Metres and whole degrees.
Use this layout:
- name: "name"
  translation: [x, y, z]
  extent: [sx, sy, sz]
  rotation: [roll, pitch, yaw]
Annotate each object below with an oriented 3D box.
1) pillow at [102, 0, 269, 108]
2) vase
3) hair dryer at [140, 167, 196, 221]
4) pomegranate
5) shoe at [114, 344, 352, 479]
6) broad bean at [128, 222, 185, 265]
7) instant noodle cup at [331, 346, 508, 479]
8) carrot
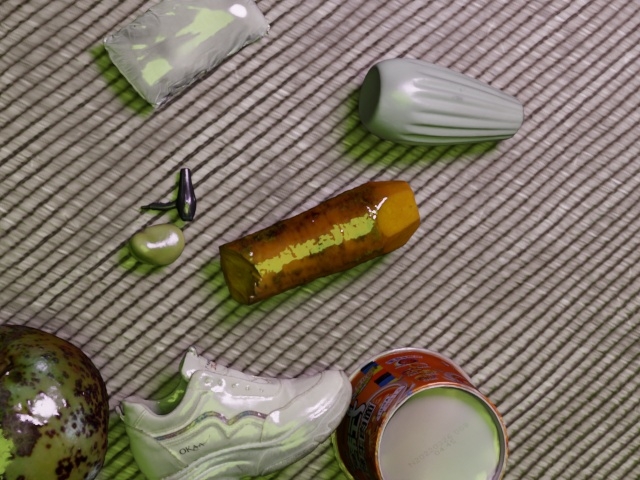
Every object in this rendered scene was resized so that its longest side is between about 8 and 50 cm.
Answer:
- name: "pillow"
  translation: [-0.194, -0.301, 1.565]
  extent: [0.229, 0.051, 0.128]
  rotation: [-36, 100, -10]
- name: "vase"
  translation: [0.186, -0.200, 1.605]
  extent: [0.248, 0.128, 0.128]
  rotation: [7, 90, -20]
- name: "hair dryer"
  translation: [-0.226, -0.065, 1.579]
  extent: [0.083, 0.031, 0.079]
  rotation: [-5, 81, -3]
- name: "pomegranate"
  translation: [-0.412, 0.288, 1.453]
  extent: [0.284, 0.285, 0.341]
  rotation: [-10, 126, -10]
- name: "shoe"
  translation: [-0.129, 0.240, 1.546]
  extent: [0.341, 0.132, 0.211]
  rotation: [-27, 98, -5]
- name: "broad bean"
  translation: [-0.239, 0.007, 1.568]
  extent: [0.083, 0.045, 0.063]
  rotation: [-11, 82, -18]
- name: "instant noodle cup"
  translation: [0.153, 0.293, 1.569]
  extent: [0.250, 0.192, 0.251]
  rotation: [0, 92, -10]
- name: "carrot"
  translation: [0.000, 0.000, 1.579]
  extent: [0.301, 0.114, 0.114]
  rotation: [-23, 95, -9]
